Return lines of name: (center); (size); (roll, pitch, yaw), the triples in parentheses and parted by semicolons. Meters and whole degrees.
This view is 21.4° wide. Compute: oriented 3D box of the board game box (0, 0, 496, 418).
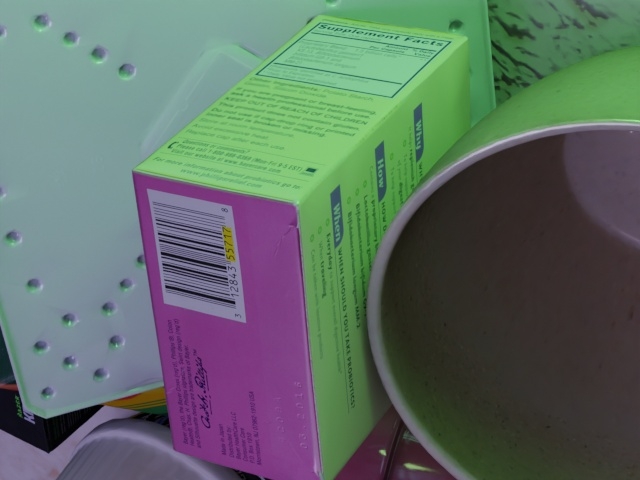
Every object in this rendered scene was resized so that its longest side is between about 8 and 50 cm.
board game box: (-0.066, -0.086, 1.222); (0.050, 0.390, 0.390); (-120, 18, -57)

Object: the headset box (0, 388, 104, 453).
headset box: (-0.346, 0.036, 1.681); (0.283, 0.131, 0.246); (22, 132, 27)

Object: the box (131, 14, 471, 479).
box: (0.000, 0.000, 1.114); (0.117, 0.243, 0.213); (12, 126, 26)

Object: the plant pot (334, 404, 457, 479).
plant pot: (0.103, 0.229, 1.430); (0.180, 0.201, 0.201); (9, 128, 15)

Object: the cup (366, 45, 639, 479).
cup: (0.221, 0.005, 1.092); (0.331, 0.237, 0.331); (11, 128, 14)

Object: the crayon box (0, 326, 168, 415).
crayon box: (-0.117, 0.062, 1.455); (0.318, 0.202, 0.081); (-29, 57, 44)

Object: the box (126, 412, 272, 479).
box: (-0.069, 0.300, 1.695); (0.257, 0.079, 0.322); (-26, 102, 49)

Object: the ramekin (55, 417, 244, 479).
ramekin: (-0.166, 0.318, 1.636); (0.273, 0.127, 0.273); (21, 132, 25)
